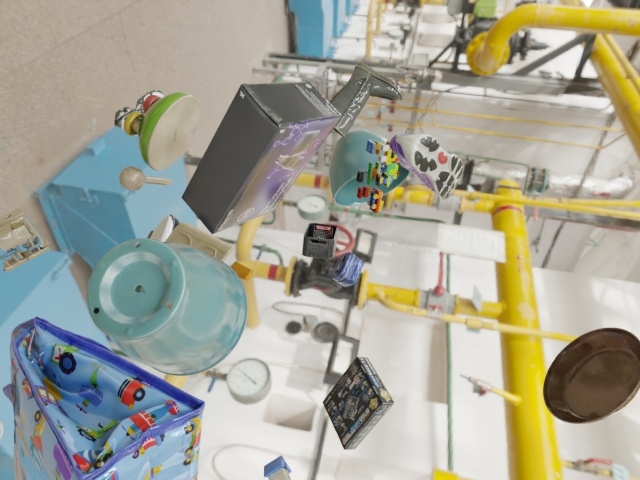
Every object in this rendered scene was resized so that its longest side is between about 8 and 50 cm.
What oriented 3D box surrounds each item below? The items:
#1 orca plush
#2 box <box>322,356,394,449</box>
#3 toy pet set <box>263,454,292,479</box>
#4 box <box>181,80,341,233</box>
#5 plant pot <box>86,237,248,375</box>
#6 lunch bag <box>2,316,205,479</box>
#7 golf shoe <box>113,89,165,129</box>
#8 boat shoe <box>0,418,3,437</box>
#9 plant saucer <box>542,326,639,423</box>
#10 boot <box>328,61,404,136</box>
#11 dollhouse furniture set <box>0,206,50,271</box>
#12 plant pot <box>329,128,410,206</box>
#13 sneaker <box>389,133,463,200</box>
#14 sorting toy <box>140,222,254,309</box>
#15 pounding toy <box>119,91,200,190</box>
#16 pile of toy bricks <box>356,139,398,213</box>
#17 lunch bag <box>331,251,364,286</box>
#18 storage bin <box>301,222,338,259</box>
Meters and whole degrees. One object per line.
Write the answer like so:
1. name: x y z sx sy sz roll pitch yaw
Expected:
1. orca plush: -0.520 0.063 1.560 0.102 0.151 0.288 29 72 -40
2. box: 0.108 0.493 1.442 0.220 0.051 0.175 -58 -141 22
3. toy pet set: -0.116 0.480 0.933 0.065 0.114 0.122 55 -7 39
4. box: -0.108 -0.149 0.850 0.184 0.103 0.261 -24 160 -51
5. plant pot: -0.305 0.119 0.934 0.255 0.271 0.272 74 26 -70
6. lunch bag: -0.283 0.236 0.535 0.138 0.293 0.221 -18 122 -53
7. golf shoe: -0.546 -0.395 1.488 0.198 0.094 0.077 -51 178 -32
8. boat shoe: -0.743 0.331 0.874 0.109 0.094 0.302 -51 126 -7
9. plant saucer: 0.487 0.244 0.837 0.199 0.036 0.198 -51 -174 7
10. boot: 0.122 -0.402 1.418 0.209 0.189 0.076 -58 174 -6
11. dollhouse furniture set: -0.824 0.016 1.273 0.128 0.183 0.129 -33 123 -19
12. plant pot: 0.149 -0.277 1.681 0.290 0.290 0.196 69 0 -73
13. sneaker: 0.168 -0.123 0.748 0.170 0.071 0.068 33 88 -45
14. sorting toy: -0.331 0.089 1.263 0.229 0.307 0.041 -55 149 -20
15. pounding toy: -0.373 -0.236 1.046 0.237 0.110 0.183 -60 176 17
16. pile of toy bricks: 0.181 -0.194 1.350 0.118 0.105 0.212 47 -41 48
17. lunch bag: 0.074 0.086 1.394 0.067 0.065 0.099 -27 -149 57
18. storage bin: 0.000 0.000 1.858 0.180 0.121 0.085 -70 166 -70
